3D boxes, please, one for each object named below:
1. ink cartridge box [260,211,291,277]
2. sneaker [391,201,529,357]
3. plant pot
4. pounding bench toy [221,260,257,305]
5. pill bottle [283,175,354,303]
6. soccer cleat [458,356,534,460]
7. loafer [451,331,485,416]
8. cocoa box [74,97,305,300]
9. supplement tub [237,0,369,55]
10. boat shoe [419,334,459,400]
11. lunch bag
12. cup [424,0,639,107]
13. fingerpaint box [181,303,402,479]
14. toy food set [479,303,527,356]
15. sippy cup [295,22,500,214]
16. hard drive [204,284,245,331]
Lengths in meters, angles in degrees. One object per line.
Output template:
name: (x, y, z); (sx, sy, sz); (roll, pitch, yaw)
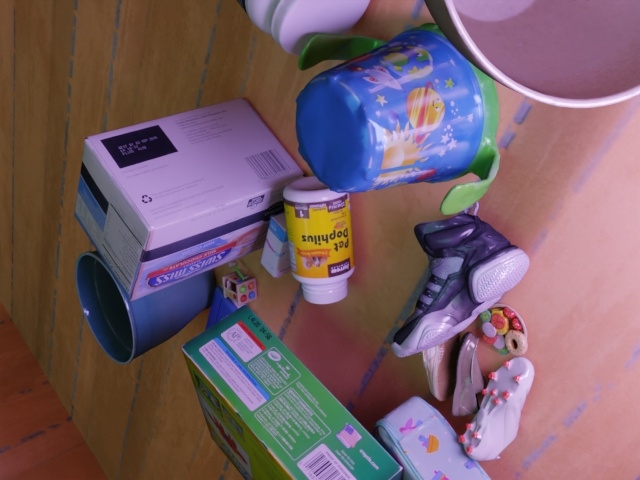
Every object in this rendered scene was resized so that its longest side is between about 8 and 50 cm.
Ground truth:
ink cartridge box: (-0.059, 0.001, 1.495); (0.052, 0.088, 0.123); (43, 137, 29)
sneaker: (0.182, 0.058, 1.192); (0.268, 0.101, 0.153); (-46, 64, 32)
plant pot: (-0.400, 0.116, 1.845); (0.271, 0.255, 0.272); (28, 128, 41)
pounding bench toy: (-0.178, 0.092, 1.721); (0.065, 0.052, 0.083); (24, 125, 43)
pill bottle: (0.000, 0.000, 1.397); (0.117, 0.117, 0.215); (18, 121, 46)
soccer cleat: (0.288, 0.264, 1.220); (0.196, 0.076, 0.068); (-66, 25, 23)
loafer: (0.242, 0.217, 1.259); (0.050, 0.056, 0.148); (7, 110, 10)
cocoa box: (-0.252, -0.084, 1.478); (0.231, 0.347, 0.228); (52, 141, 20)
supplement tub: (-0.064, -0.439, 1.194); (0.272, 0.191, 0.191); (55, 142, 18)
boat shoe: (0.194, 0.180, 1.295); (0.059, 0.063, 0.170); (12, 107, 51)
lunch bag: (0.198, 0.422, 1.335); (0.279, 0.107, 0.224); (53, 158, 23)
cup: (0.228, -0.319, 0.825); (0.237, 0.330, 0.331); (-135, 34, -69)
fingerpaint box: (-0.050, 0.398, 1.481); (0.445, 0.163, 0.371); (42, 153, 32)
toy food set: (0.280, 0.137, 1.193); (0.082, 0.020, 0.083); (-3, 105, 52)
sippy cup: (0.094, -0.172, 1.104); (0.305, 0.224, 0.240); (15, 119, 47)
hard drive: (-0.156, 0.278, 1.798); (0.319, 0.040, 0.210); (47, 138, 27)
